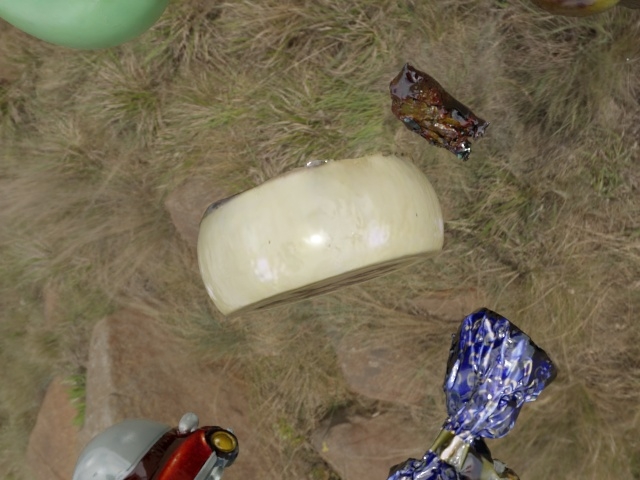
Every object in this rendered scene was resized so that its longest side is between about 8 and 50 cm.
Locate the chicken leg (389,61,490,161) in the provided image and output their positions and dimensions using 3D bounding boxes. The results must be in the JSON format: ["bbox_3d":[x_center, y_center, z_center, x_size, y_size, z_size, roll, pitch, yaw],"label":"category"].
[{"bbox_3d":[0.168,-0.187,0.759,0.105,0.233,0.063,-11,61,48],"label":"chicken leg"}]

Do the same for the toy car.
[{"bbox_3d":[-0.145,0.198,0.416,0.112,0.139,0.112,30,106,6],"label":"toy car"}]

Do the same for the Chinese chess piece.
[{"bbox_3d":[0.000,0.000,0.545,0.257,0.257,0.104,-24,79,34],"label":"Chinese chess piece"}]

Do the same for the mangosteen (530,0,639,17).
[{"bbox_3d":[0.241,-0.300,0.333,0.297,0.293,0.297,21,129,28],"label":"mangosteen"}]

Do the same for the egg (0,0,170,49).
[{"bbox_3d":[-0.263,-0.323,0.505,0.220,0.220,0.270,-26,107,35],"label":"egg"}]

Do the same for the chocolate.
[{"bbox_3d":[0.138,0.243,0.561,0.148,0.126,0.343,29,75,23],"label":"chocolate"}]
